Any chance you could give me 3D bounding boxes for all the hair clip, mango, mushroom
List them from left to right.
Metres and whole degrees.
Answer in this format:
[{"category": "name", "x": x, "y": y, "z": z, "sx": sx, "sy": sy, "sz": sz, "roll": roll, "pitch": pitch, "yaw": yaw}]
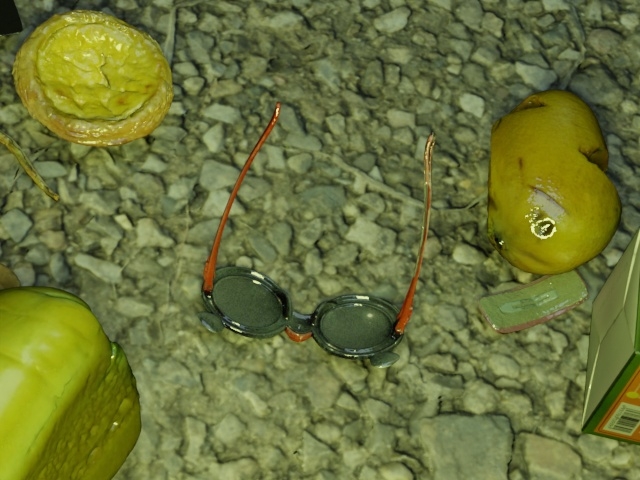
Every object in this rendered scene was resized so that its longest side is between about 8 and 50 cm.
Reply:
[{"category": "mushroom", "x": -0.396, "y": -0.142, "z": 1.937, "sx": 0.286, "sy": 0.028, "sz": 0.026, "roll": 49, "pitch": 20, "yaw": 18}, {"category": "hair clip", "x": 0.244, "y": 0.070, "z": 1.927, "sx": 0.137, "sy": 0.022, "sz": 0.054, "roll": -19, "pitch": 63, "yaw": -22}, {"category": "mango", "x": 0.270, "y": -0.076, "z": 1.963, "sx": 0.167, "sy": 0.130, "sz": 0.262, "roll": 8, "pitch": 52, "yaw": -9}]

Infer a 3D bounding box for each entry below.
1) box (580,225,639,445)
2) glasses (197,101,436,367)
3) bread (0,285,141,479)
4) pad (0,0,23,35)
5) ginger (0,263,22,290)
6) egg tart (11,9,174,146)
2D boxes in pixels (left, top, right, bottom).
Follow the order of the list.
[{"category": "box", "x": 0.387, "y": 0.109, "z": 1.827, "sx": 0.148, "sy": 0.195, "sz": 0.177, "roll": 14, "pitch": 56, "yaw": -2}, {"category": "glasses", "x": 0.000, "y": 0.000, "z": 1.785, "sx": 0.234, "sy": 0.268, "sz": 0.118, "roll": 13, "pitch": 38, "yaw": -1}, {"category": "bread", "x": -0.336, "y": 0.217, "z": 1.597, "sx": 0.208, "sy": 0.251, "sz": 0.376, "roll": 22, "pitch": 58, "yaw": 23}, {"category": "pad", "x": -0.468, "y": -0.331, "z": 2.033, "sx": 0.159, "sy": 0.009, "sz": 0.265, "roll": -12, "pitch": 56, "yaw": -15}, {"category": "ginger", "x": -0.413, "y": 0.121, "z": 1.736, "sx": 0.131, "sy": 0.086, "sz": 0.294, "roll": 25, "pitch": 64, "yaw": -8}, {"category": "egg tart", "x": -0.266, "y": -0.179, "z": 1.951, "sx": 0.191, "sy": 0.074, "sz": 0.191, "roll": 6, "pitch": 58, "yaw": -9}]
